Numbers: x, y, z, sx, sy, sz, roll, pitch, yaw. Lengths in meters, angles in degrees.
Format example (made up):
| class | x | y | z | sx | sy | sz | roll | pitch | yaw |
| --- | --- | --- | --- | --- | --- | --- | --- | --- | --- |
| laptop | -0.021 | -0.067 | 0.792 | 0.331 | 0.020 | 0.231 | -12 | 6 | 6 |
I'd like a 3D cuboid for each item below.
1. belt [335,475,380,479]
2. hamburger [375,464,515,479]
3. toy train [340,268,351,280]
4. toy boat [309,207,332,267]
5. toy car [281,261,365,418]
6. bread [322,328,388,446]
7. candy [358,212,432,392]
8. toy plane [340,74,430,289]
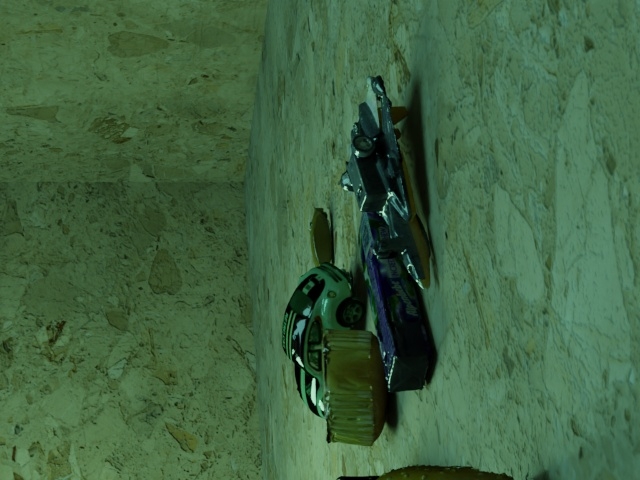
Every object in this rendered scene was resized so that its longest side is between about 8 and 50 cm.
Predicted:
| class | x | y | z | sx | sy | sz | roll | pitch | yaw |
| --- | --- | --- | --- | --- | --- | --- | --- | --- | --- |
| belt | 0.072 | 0.431 | 1.328 | 0.289 | 0.164 | 0.184 | 173 | 105 | -80 |
| hamburger | 0.130 | 0.297 | 0.976 | 0.191 | 0.181 | 0.118 | 91 | -171 | -62 |
| toy train | 0.043 | 0.098 | 1.849 | 0.053 | 0.033 | 0.083 | 108 | 160 | -71 |
| toy boat | 0.000 | 0.000 | 2.046 | 0.049 | 0.047 | 0.149 | 124 | 144 | -73 |
| toy car | -0.006 | 0.196 | 1.780 | 0.136 | 0.125 | 0.306 | 34 | 125 | 56 |
| bread | 0.056 | 0.241 | 1.571 | 0.132 | 0.114 | 0.191 | 88 | -174 | -62 |
| candy | 0.106 | 0.077 | 1.414 | 0.088 | 0.061 | 0.312 | 98 | 168 | -45 |
| toy plane | 0.092 | -0.063 | 1.363 | 0.204 | 0.102 | 0.316 | 104 | 162 | -54 |
